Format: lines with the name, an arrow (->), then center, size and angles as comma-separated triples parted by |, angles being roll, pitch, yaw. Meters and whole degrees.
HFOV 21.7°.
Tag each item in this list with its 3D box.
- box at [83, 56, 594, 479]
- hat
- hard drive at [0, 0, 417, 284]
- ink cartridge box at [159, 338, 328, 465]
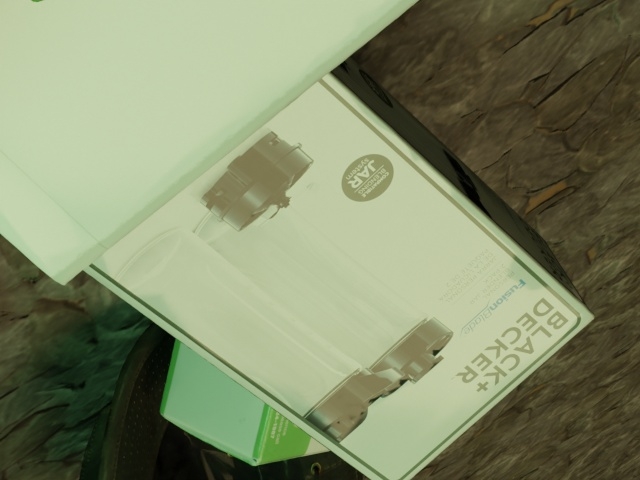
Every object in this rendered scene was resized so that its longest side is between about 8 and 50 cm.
box -> 0.000, 0.000, 0.928 | 0.169, 0.087, 0.290 | -42, 125, 10
hat -> -0.095, 0.193, 1.202 | 0.134, 0.331, 0.331 | -1, -179, 38
hard drive -> -0.060, -0.137, 0.731 | 0.307, 0.040, 0.203 | -38, 131, 5
ink cartridge box -> 0.010, 0.052, 1.129 | 0.219, 0.093, 0.160 | 0, 107, -54
